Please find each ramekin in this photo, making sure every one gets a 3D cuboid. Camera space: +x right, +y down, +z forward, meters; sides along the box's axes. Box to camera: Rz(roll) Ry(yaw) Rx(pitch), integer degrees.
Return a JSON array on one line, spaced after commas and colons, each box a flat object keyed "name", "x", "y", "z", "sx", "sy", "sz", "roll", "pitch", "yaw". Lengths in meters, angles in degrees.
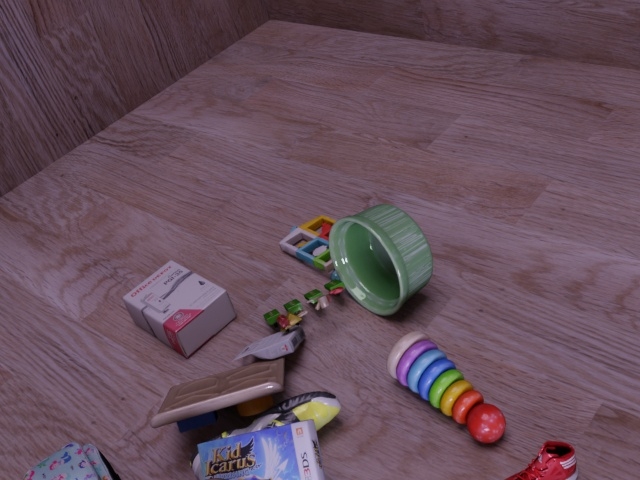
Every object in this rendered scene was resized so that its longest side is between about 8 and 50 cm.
[{"name": "ramekin", "x": 0.175, "y": 0.045, "z": 2.120, "sx": 0.148, "sy": 0.304, "sz": 0.303, "roll": -29, "pitch": 39, "yaw": -29}]

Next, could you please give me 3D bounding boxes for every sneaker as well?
[{"name": "sneaker", "x": -0.112, "y": 0.498, "z": 1.804, "sx": 0.384, "sy": 0.145, "sz": 0.147, "roll": -28, "pitch": 57, "yaw": -9}, {"name": "sneaker", "x": 0.444, "y": 0.492, "z": 1.596, "sx": 0.221, "sy": 0.128, "sz": 0.087, "roll": -26, "pitch": 39, "yaw": -14}]

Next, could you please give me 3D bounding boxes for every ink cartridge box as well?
[{"name": "ink cartridge box", "x": -0.141, "y": 0.298, "z": 2.073, "sx": 0.179, "sy": 0.045, "sz": 0.145, "roll": -25, "pitch": 4, "yaw": 15}, {"name": "ink cartridge box", "x": -0.429, "y": 0.201, "z": 2.271, "sx": 0.283, "sy": 0.117, "sz": 0.207, "roll": 23, "pitch": 52, "yaw": 39}]

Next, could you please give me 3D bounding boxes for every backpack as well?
[{"name": "backpack", "x": -0.601, "y": 0.622, "z": 1.763, "sx": 0.253, "sy": 0.191, "sz": 0.225, "roll": -35, "pitch": 42, "yaw": -15}]

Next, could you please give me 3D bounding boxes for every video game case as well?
[{"name": "video game case", "x": -0.122, "y": 0.541, "z": 1.649, "sx": 0.269, "sy": 0.061, "sz": 0.245, "roll": -16, "pitch": 75, "yaw": 13}]

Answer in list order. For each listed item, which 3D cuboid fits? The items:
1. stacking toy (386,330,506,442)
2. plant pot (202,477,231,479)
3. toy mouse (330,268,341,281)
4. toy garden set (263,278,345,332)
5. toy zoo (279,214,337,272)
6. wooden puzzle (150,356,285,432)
[{"name": "stacking toy", "x": 0.315, "y": 0.363, "z": 1.817, "sx": 0.141, "sy": 0.141, "sz": 0.330, "roll": -33, "pitch": 48, "yaw": -22}, {"name": "plant pot", "x": -0.203, "y": 0.614, "z": 1.568, "sx": 0.237, "sy": 0.109, "sz": 0.238, "roll": -3, "pitch": 81, "yaw": 17}, {"name": "toy mouse", "x": 0.081, "y": 0.109, "z": 2.278, "sx": 0.143, "sy": 0.031, "sz": 0.161, "roll": -38, "pitch": 43, "yaw": -26}, {"name": "toy garden set", "x": -0.034, "y": 0.191, "z": 2.138, "sx": 0.244, "sy": 0.049, "sz": 0.204, "roll": -26, "pitch": 6, "yaw": -8}, {"name": "toy zoo", "x": 0.000, "y": 0.000, "z": 2.421, "sx": 0.192, "sy": 0.030, "sz": 0.293, "roll": -33, "pitch": 36, "yaw": -26}, {"name": "wooden puzzle", "x": -0.241, "y": 0.395, "z": 1.899, "sx": 0.321, "sy": 0.081, "sz": 0.348, "roll": -16, "pitch": 2, "yaw": -1}]
